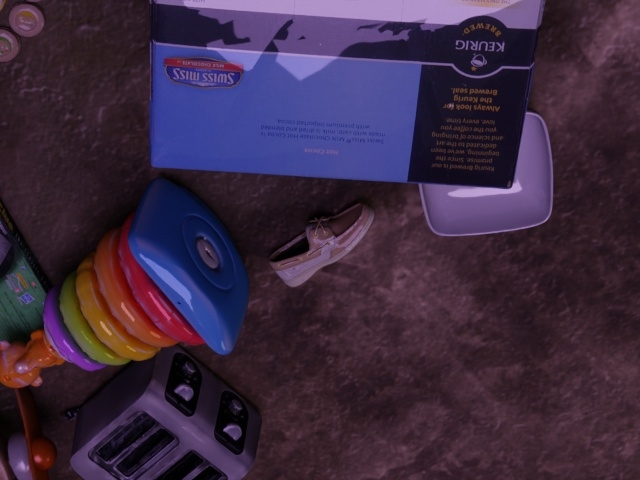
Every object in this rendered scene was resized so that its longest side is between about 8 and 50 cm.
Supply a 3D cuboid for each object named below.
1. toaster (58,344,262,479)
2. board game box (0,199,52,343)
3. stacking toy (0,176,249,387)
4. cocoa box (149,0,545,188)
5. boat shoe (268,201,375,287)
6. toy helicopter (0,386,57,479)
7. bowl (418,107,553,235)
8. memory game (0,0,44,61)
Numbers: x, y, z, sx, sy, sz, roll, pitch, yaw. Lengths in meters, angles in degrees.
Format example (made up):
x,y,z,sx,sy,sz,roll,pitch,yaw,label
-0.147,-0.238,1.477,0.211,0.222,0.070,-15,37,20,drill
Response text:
x,y,z,sx,sy,sz,roll,pitch,yaw,label
-0.187,0.229,1.736,0.186,0.110,0.168,-40,112,20,toaster
-0.388,0.030,1.670,0.136,0.030,0.259,-20,118,8,board game box
-0.237,0.083,1.630,0.302,0.166,0.175,-31,112,21,stacking toy
0.018,-0.203,1.421,0.347,0.231,0.228,3,120,-3,cocoa box
0.000,0.000,1.641,0.135,0.050,0.045,-39,118,19,boat shoe
-0.358,0.326,1.733,0.235,0.140,0.355,-44,89,6,toy helicopter
0.173,-0.080,1.595,0.142,0.053,0.142,-7,120,3,bowl
-0.365,-0.258,1.515,0.186,0.012,0.186,0,119,0,memory game
